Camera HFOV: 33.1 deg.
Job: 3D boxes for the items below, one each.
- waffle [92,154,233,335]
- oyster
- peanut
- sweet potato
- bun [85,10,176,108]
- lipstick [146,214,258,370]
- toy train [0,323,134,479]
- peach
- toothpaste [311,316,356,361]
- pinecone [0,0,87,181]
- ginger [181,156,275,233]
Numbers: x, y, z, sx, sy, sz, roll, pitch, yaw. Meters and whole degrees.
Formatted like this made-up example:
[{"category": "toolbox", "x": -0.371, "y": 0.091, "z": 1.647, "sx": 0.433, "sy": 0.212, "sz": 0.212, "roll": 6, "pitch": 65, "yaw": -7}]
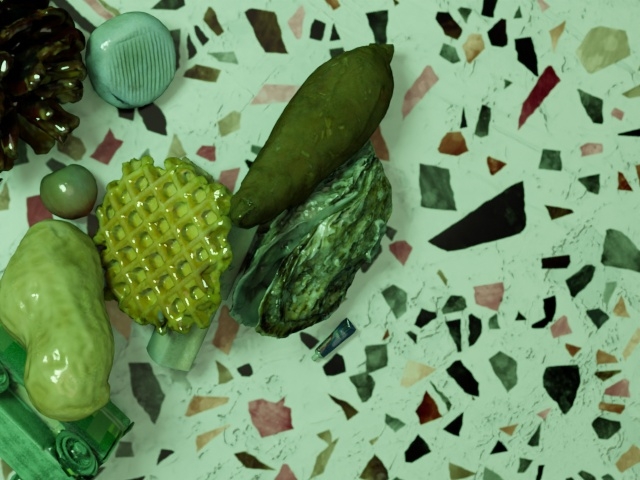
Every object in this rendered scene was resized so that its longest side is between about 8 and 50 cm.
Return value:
[{"category": "waffle", "x": -0.223, "y": 0.005, "z": 1.510, "sx": 0.254, "sy": 0.052, "sz": 0.245, "roll": 17, "pitch": 97, "yaw": 32}, {"category": "oyster", "x": 0.002, "y": -0.005, "z": 1.587, "sx": 0.158, "sy": 0.162, "sz": 0.351, "roll": 29, "pitch": 75, "yaw": 12}, {"category": "peanut", "x": -0.360, "y": 0.105, "z": 1.455, "sx": 0.148, "sy": 0.147, "sz": 0.318, "roll": -9, "pitch": 52, "yaw": -11}, {"category": "sweet potato", "x": -0.014, "y": -0.144, "z": 1.527, "sx": 0.130, "sy": 0.130, "sz": 0.422, "roll": 46, "pitch": 56, "yaw": -10}, {"category": "bun", "x": -0.276, "y": -0.260, "z": 1.535, "sx": 0.141, "sy": 0.083, "sz": 0.140, "roll": -25, "pitch": 128, "yaw": -36}, {"category": "lipstick", "x": -0.172, "y": 0.063, "z": 1.554, "sx": 0.079, "sy": 0.077, "sz": 0.252, "roll": 16, "pitch": 103, "yaw": -32}, {"category": "toy train", "x": -0.406, "y": 0.235, "z": 1.479, "sx": 0.120, "sy": 0.202, "sz": 0.301, "roll": -41, "pitch": 100, "yaw": 17}, {"category": "peach", "x": -0.358, "y": -0.068, "z": 1.535, "sx": 0.083, "sy": 0.083, "sz": 0.083, "roll": 0, "pitch": 92, "yaw": -11}, {"category": "toothpaste", "x": 0.018, "y": 0.155, "z": 1.651, "sx": 0.083, "sy": 0.019, "sz": 0.027, "roll": -42, "pitch": 75, "yaw": -8}, {"category": "pinecone", "x": -0.453, "y": -0.224, "z": 1.426, "sx": 0.296, "sy": 0.242, "sz": 0.298, "roll": 31, "pitch": 96, "yaw": -6}, {"category": "ginger", "x": -0.152, "y": -0.054, "z": 1.596, "sx": 0.173, "sy": 0.051, "sz": 0.069, "roll": 32, "pitch": 86, "yaw": -16}]
